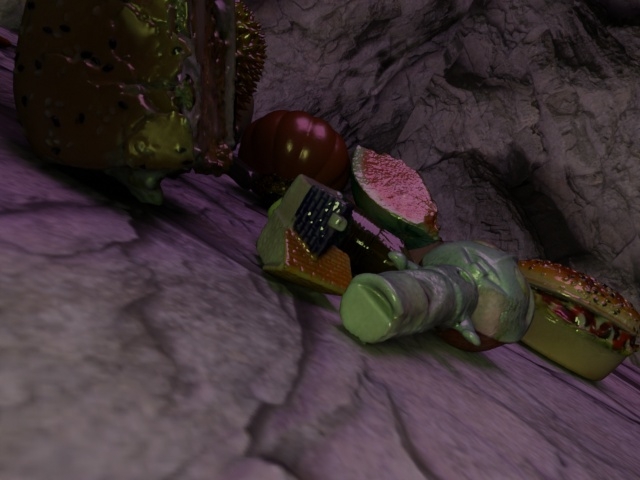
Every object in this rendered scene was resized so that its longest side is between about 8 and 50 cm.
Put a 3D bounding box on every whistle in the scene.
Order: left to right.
[{"bbox_3d":[0.145,0.064,0.506,0.346,0.134,0.142,1,67,-51],"label":"whistle"}]

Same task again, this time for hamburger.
[{"bbox_3d":[-0.184,-0.176,0.447,0.192,0.288,0.167,-3,-1,-2],"label":"hamburger"},{"bbox_3d":[0.487,0.144,0.909,0.300,0.176,0.300,26,7,-4],"label":"hamburger"}]

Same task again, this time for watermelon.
[{"bbox_3d":[0.116,-0.054,0.842,0.128,0.146,0.231,-3,50,-14],"label":"watermelon"}]

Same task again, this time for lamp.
[{"bbox_3d":[-0.051,-0.149,0.873,0.223,0.196,0.223,15,-26,7],"label":"lamp"}]

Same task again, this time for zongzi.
[{"bbox_3d":[0.056,0.017,0.679,0.187,0.084,0.184,39,-10,8],"label":"zongzi"}]

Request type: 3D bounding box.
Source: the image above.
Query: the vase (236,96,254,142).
[{"bbox_3d":[-0.363,-0.391,1.371,0.302,0.241,0.329,9,44,-32],"label":"vase"}]

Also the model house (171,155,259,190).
[{"bbox_3d":[-0.208,-0.180,0.618,0.279,0.205,0.218,43,16,33],"label":"model house"}]

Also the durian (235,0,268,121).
[{"bbox_3d":[-0.298,-0.378,0.938,0.384,0.347,0.347,-10,-7,22],"label":"durian"}]

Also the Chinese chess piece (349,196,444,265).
[{"bbox_3d":[0.166,-0.015,1.070,0.257,0.104,0.257,27,8,-4],"label":"Chinese chess piece"}]

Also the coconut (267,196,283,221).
[{"bbox_3d":[-0.023,-0.019,0.547,0.088,0.088,0.096,21,31,-41],"label":"coconut"}]

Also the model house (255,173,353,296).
[{"bbox_3d":[0.000,0.000,0.448,0.088,0.100,0.100,26,9,-27],"label":"model house"}]

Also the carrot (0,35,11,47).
[{"bbox_3d":[-0.795,-0.489,1.087,0.037,0.037,0.190,26,5,-14],"label":"carrot"}]
